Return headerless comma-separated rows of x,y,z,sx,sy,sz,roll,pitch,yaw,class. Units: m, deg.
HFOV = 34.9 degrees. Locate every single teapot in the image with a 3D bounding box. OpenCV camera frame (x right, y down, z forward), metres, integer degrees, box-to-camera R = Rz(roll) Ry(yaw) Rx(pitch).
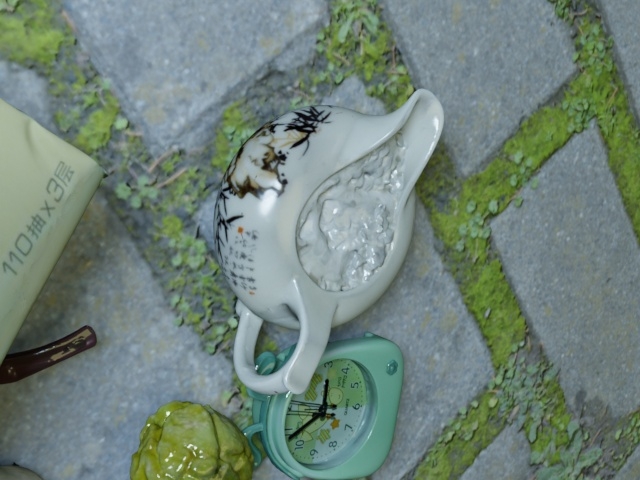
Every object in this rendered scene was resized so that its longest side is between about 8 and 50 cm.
0.000,0.000,0.937,0.208,0.165,0.300,34,70,-50,teapot

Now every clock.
-0.003,0.165,1.029,0.188,0.060,0.148,6,98,-38,clock

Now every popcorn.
-0.121,0.201,0.927,0.120,0.116,0.106,-23,71,-35,popcorn

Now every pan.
-0.281,0.114,0.814,0.212,0.040,0.115,-26,116,-22,pan

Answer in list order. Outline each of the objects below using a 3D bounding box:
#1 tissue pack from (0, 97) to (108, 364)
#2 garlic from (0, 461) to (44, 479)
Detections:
-0.367,0.045,0.598,0.331,0.205,0.405,37,72,-39,tissue pack
-0.276,0.222,0.830,0.152,0.066,0.084,28,86,-41,garlic
